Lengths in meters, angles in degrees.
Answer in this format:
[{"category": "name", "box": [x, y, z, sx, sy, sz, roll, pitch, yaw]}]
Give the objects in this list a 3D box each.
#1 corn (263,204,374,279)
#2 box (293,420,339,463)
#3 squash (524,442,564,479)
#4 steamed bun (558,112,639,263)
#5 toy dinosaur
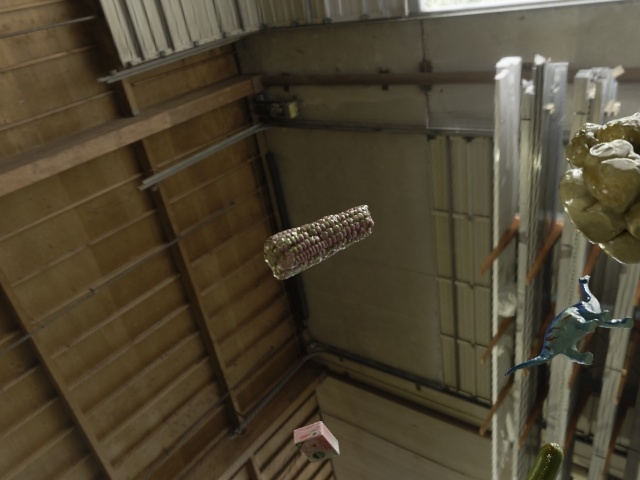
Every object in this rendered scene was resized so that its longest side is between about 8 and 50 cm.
[{"category": "corn", "box": [-0.001, -0.002, 1.431, 0.335, 0.126, 0.127, -23, -59, -20]}, {"category": "box", "box": [-0.010, 0.569, 1.433, 0.125, 0.089, 0.043, 58, -166, -36]}, {"category": "squash", "box": [0.242, 0.258, 0.557, 0.027, 0.027, 0.083, -2, -63, -54]}, {"category": "steamed bun", "box": [0.415, -0.066, 0.672, 0.192, 0.106, 0.177, 49, -127, -12]}, {"category": "toy dinosaur", "box": [0.510, 0.169, 1.006, 0.329, 0.144, 0.076, -40, -70, -26]}]
